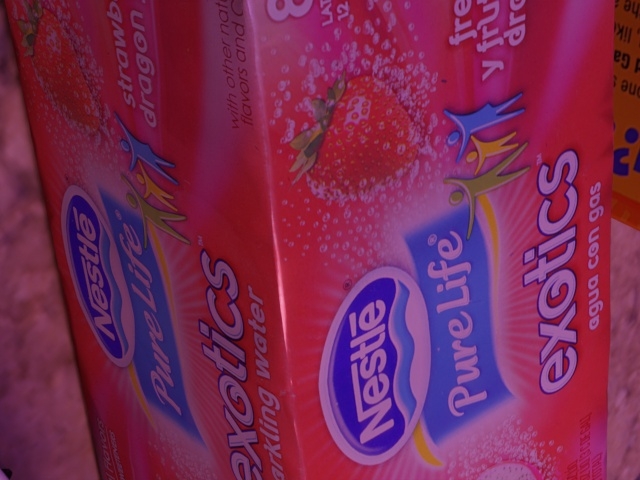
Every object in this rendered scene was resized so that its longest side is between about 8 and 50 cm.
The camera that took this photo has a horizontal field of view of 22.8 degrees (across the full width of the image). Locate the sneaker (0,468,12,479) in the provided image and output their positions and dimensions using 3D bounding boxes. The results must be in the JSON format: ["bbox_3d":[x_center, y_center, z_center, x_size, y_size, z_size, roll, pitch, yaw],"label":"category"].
[{"bbox_3d":[-0.146,0.109,0.541,0.106,0.078,0.234,-37,129,-17],"label":"sneaker"}]

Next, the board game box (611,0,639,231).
[{"bbox_3d":[0.332,-0.163,0.622,0.356,0.356,0.356,-13,120,-37],"label":"board game box"}]

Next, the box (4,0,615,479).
[{"bbox_3d":[0.000,0.000,0.558,0.142,0.154,0.300,-26,129,-29],"label":"box"}]
